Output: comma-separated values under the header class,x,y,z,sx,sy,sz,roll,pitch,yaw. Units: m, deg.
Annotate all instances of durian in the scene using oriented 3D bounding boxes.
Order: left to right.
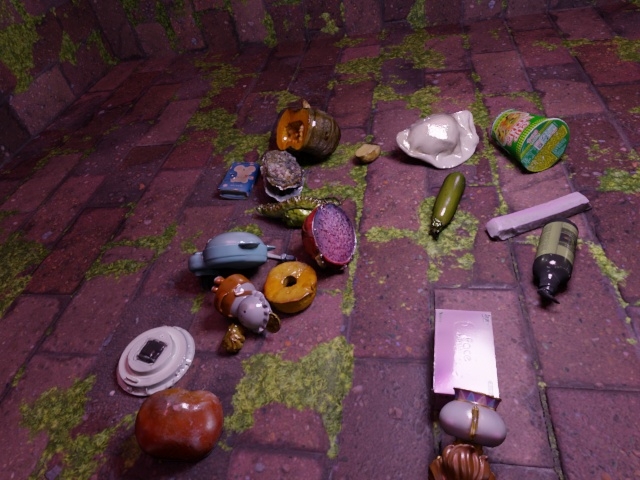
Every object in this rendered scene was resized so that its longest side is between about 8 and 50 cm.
class,x,y,z,sx,sy,sz,roll,pitch,yaw
durian,-0.071,-0.115,1.638,0.375,0.132,0.106,-3,31,18

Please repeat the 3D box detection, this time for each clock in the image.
class,x,y,z,sx,sy,sz,roll,pitch,yaw
clock,-0.492,0.340,1.312,0.237,0.053,0.236,-8,43,7

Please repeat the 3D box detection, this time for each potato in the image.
class,x,y,z,sx,sy,sz,roll,pitch,yaw
potato,0.195,-0.358,1.873,0.103,0.066,0.096,-36,33,-16

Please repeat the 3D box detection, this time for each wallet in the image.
class,x,y,z,sx,sy,sz,roll,pitch,yaw
wallet,-0.344,-0.257,1.900,0.141,0.059,0.202,6,47,10

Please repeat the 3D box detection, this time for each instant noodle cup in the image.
class,x,y,z,sx,sy,sz,roll,pitch,yaw
instant noodle cup,0.779,-0.395,1.697,0.207,0.207,0.232,-20,35,-7

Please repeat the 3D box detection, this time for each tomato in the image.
class,x,y,z,sx,sy,sz,roll,pitch,yaw
tomato,-0.361,0.441,1.107,0.214,0.155,0.180,-9,47,3

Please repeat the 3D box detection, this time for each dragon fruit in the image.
class,x,y,z,sx,sy,sz,roll,pitch,yaw
dragon fruit,0.002,-0.003,1.481,0.148,0.219,0.223,-17,75,40

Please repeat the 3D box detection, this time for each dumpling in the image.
class,x,y,z,sx,sy,sz,roll,pitch,yaw
dumpling,0.475,-0.394,1.807,0.318,0.187,0.242,-22,83,1

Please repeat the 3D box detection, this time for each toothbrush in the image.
class,x,y,z,sx,sy,sz,roll,pitch,yaw
toothbrush,-0.251,0.038,1.592,0.386,0.040,0.040,10,47,28

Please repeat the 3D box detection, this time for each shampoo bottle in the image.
class,x,y,z,sx,sy,sz,roll,pitch,yaw
shampoo bottle,0.678,0.058,1.292,0.101,0.101,0.283,14,49,26

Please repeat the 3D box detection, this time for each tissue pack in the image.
class,x,y,z,sx,sy,sz,roll,pitch,yaw
tissue pack,0.357,0.298,1.122,0.149,0.092,0.246,0,45,15

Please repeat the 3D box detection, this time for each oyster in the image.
class,x,y,z,sx,sy,sz,roll,pitch,yaw
oyster,-0.164,-0.280,1.837,0.162,0.158,0.351,21,25,-27

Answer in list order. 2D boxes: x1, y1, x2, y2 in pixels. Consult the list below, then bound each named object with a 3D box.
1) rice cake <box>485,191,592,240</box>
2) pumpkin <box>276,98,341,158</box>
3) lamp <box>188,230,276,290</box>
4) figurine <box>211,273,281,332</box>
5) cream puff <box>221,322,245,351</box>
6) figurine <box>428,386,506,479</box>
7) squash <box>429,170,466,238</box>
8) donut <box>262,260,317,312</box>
class,x,y,z,sx,sy,sz,roll,pitch,yaw
rice cake,0.721,-0.082,1.463,0.365,0.056,0.072,-18,45,-4
pumpkin,-0.033,-0.474,1.909,0.232,0.242,0.325,1,13,-31
lamp,-0.304,0.053,1.471,0.284,0.209,0.147,-30,72,14
figurine,-0.223,0.195,1.351,0.271,0.143,0.143,23,52,16
cream puff,-0.258,0.285,1.307,0.083,0.058,0.083,14,51,29
figurine,0.300,0.446,0.914,0.142,0.189,0.263,8,67,26
squash,0.447,-0.137,1.567,0.087,0.087,0.331,13,50,25
donut,-0.091,0.151,1.400,0.174,0.074,0.190,-17,37,-4
